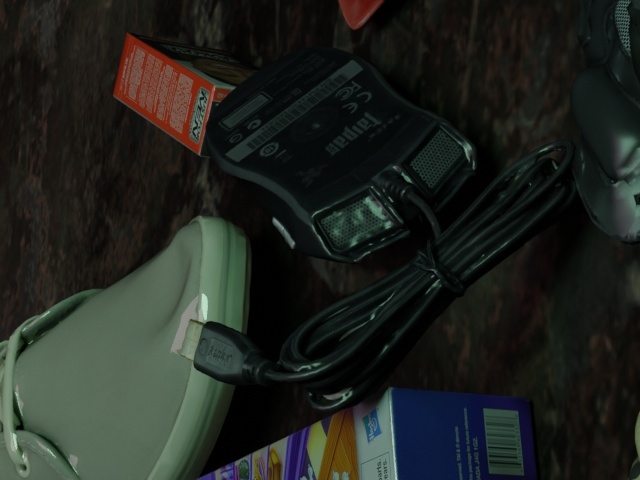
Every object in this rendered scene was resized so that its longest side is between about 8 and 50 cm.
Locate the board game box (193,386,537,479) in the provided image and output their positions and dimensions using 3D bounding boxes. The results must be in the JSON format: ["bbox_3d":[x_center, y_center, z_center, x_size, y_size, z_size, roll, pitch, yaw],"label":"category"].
[{"bbox_3d":[0.016,0.265,0.881,0.233,0.078,0.347,-33,56,54],"label":"board game box"}]

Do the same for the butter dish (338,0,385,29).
[{"bbox_3d":[0.003,-0.217,0.977,0.160,0.118,0.160,-47,45,46],"label":"butter dish"}]

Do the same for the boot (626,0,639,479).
[{"bbox_3d":[0.224,0.019,0.473,0.377,0.138,0.284,20,123,36],"label":"boot"}]

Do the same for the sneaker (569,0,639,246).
[{"bbox_3d":[0.171,-0.064,0.661,0.268,0.101,0.153,-166,84,-67],"label":"sneaker"}]

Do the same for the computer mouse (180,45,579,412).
[{"bbox_3d":[0.000,0.000,0.922,0.184,0.060,0.262,-41,34,-13],"label":"computer mouse"}]

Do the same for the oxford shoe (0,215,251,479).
[{"bbox_3d":[-0.174,0.123,1.195,0.449,0.130,0.169,-43,34,47],"label":"oxford shoe"}]

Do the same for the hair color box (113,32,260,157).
[{"bbox_3d":[-0.062,-0.082,1.112,0.141,0.072,0.043,35,114,57],"label":"hair color box"}]
